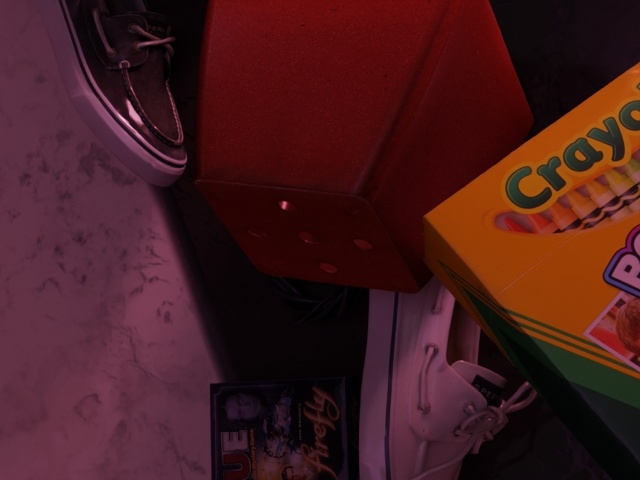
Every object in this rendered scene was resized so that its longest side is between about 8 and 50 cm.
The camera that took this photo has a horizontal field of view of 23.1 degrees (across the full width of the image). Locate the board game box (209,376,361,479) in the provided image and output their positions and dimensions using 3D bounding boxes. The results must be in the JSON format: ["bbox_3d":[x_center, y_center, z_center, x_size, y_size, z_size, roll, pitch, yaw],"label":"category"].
[{"bbox_3d":[-0.035,0.269,1.658,0.165,0.042,0.243,-6,82,25],"label":"board game box"}]

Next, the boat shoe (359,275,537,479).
[{"bbox_3d":[0.134,0.155,1.553,0.157,0.136,0.367,-2,74,22],"label":"boat shoe"}]

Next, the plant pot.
[{"bbox_3d":[0.024,-0.100,1.505,0.267,0.267,0.235,7,61,26],"label":"plant pot"}]

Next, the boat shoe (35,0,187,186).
[{"bbox_3d":[-0.225,-0.218,1.758,0.119,0.121,0.335,-38,68,21],"label":"boat shoe"}]

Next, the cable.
[{"bbox_3d":[0.000,0.000,1.669,0.151,0.047,0.184,27,97,26],"label":"cable"}]

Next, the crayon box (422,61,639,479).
[{"bbox_3d":[0.327,0.007,1.399,0.363,0.106,0.313,-35,69,-12],"label":"crayon box"}]
